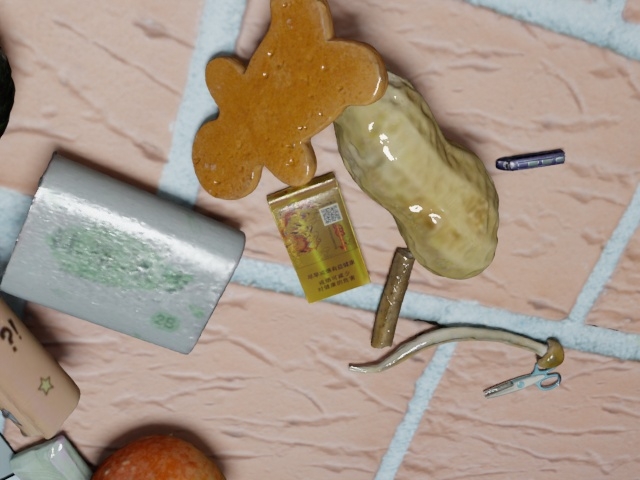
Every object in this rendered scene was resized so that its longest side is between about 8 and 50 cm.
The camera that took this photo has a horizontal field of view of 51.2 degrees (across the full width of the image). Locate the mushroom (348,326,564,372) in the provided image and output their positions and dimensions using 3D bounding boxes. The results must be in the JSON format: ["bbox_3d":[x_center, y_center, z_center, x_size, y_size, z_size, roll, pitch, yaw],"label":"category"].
[{"bbox_3d":[0.192,0.151,0.923,0.307,0.043,0.068,1,92,-8],"label":"mushroom"}]

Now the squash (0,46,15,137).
[{"bbox_3d":[-0.386,-0.137,0.617,0.193,0.156,0.193,-13,118,-26],"label":"squash"}]

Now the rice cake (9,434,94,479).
[{"bbox_3d":[-0.339,0.364,0.941,0.080,0.042,0.221,-25,117,-1],"label":"rice cake"}]

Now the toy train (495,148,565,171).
[{"bbox_3d":[0.256,-0.096,0.814,0.083,0.017,0.017,-9,117,-4],"label":"toy train"}]

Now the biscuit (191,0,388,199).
[{"bbox_3d":[-0.050,-0.136,0.694,0.165,0.036,0.250,51,123,8],"label":"biscuit"}]

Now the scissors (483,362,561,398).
[{"bbox_3d":[0.295,0.207,0.978,0.119,0.014,0.058,-17,114,-4],"label":"scissors"}]

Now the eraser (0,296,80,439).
[{"bbox_3d":[-0.397,0.083,0.734,0.087,0.171,0.290,-45,123,-30],"label":"eraser"}]

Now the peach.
[{"bbox_3d":[-0.209,0.378,0.866,0.233,0.232,0.232,-4,117,-7],"label":"peach"}]

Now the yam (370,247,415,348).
[{"bbox_3d":[0.094,0.079,0.872,0.032,0.032,0.145,7,114,-12],"label":"yam"}]

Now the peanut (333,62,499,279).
[{"bbox_3d":[0.108,-0.074,0.742,0.130,0.130,0.290,-38,117,11],"label":"peanut"}]

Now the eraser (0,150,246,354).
[{"bbox_3d":[-0.223,0.021,0.762,0.227,0.081,0.174,24,110,-19],"label":"eraser"}]

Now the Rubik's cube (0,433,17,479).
[{"bbox_3d":[-0.517,0.204,0.771,0.285,0.250,0.234,8,96,-8],"label":"Rubik's cube"}]

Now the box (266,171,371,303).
[{"bbox_3d":[0.000,0.000,0.820,0.089,0.022,0.156,-22,118,1],"label":"box"}]
